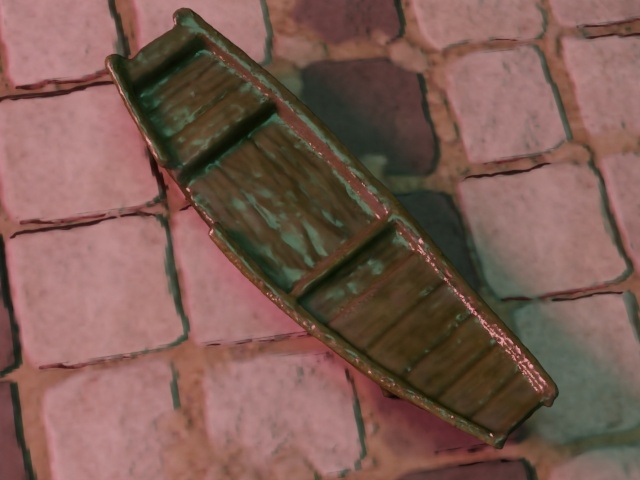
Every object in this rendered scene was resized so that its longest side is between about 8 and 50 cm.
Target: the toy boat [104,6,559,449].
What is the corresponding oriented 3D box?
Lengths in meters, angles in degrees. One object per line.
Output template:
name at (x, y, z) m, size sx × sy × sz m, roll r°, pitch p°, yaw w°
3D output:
toy boat at (0.000, 0.000, 0.789) m, size 0.093 × 0.055 × 0.293 m, roll -38°, pitch 74°, yaw -23°
